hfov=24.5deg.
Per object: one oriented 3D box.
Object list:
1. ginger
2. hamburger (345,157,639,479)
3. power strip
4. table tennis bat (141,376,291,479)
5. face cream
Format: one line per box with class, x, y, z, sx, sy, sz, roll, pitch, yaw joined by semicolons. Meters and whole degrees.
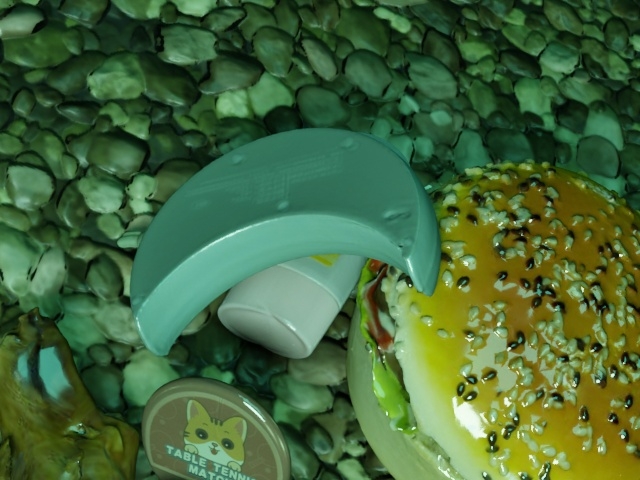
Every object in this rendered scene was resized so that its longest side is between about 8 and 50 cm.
ginger;-0.190;0.205;0.936;0.133;0.107;0.309;14;57;10
hamburger;0.158;0.080;1.104;0.300;0.176;0.300;11;60;-19
power strip;-0.037;-0.003;1.062;0.253;0.054;0.167;-12;46;19
table tennis bat;-0.051;0.138;1.016;0.108;0.169;0.119;18;34;17
face cream;0.000;0.000;1.147;0.084;0.057;0.198;19;53;17
